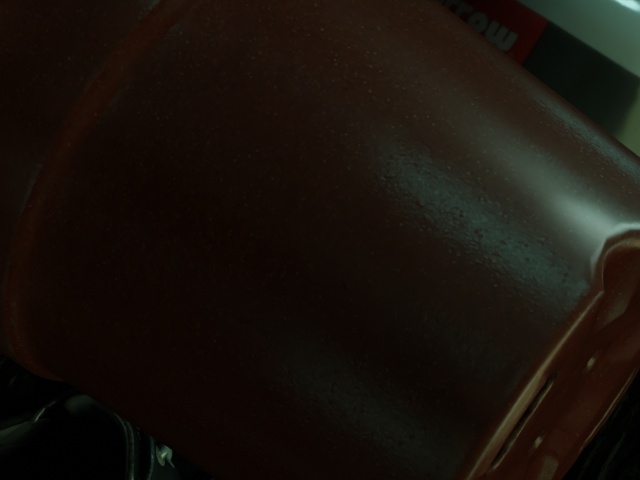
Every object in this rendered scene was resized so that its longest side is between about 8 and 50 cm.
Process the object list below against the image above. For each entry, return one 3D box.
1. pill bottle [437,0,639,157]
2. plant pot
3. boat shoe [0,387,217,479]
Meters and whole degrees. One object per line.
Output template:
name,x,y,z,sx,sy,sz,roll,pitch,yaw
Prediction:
pill bottle,0.110,-0.062,0.942,0.363,0.210,0.210,-59,160,10
plant pot,0.000,0.000,0.704,0.272,0.265,0.272,-45,158,-24
boat shoe,-0.124,0.128,0.885,0.301,0.108,0.102,-5,129,-56
